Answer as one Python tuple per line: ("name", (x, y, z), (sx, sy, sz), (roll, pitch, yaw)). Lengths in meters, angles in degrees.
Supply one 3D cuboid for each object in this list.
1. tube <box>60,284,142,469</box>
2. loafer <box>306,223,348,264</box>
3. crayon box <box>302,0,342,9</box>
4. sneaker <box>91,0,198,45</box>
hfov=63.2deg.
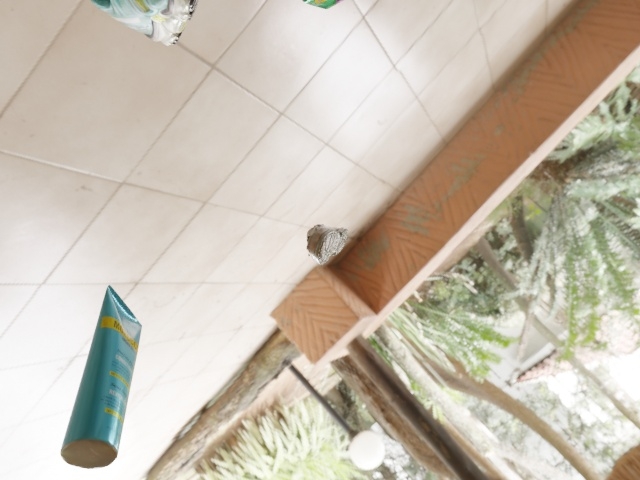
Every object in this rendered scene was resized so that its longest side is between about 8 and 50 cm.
("tube", (-0.236, 0.146, 0.580), (0.052, 0.207, 0.080), (-14, 128, 1))
("loafer", (0.000, 0.000, 0.627), (0.125, 0.039, 0.045), (-16, 127, -73))
("crayon box", (0.023, -0.622, 1.005), (0.166, 0.278, 0.081), (-9, -179, 44))
("sneaker", (-0.158, -0.251, 0.463), (0.275, 0.110, 0.106), (-2, -106, 64))
